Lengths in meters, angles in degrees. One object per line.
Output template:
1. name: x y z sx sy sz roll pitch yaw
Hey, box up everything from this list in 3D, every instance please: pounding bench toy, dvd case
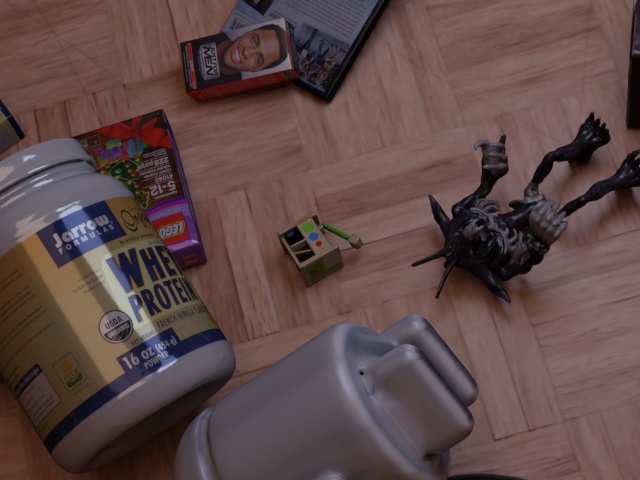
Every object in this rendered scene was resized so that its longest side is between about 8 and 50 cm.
1. pounding bench toy: 0.000 0.000 1.836 0.083 0.052 0.065 -29 62 -6
2. dvd case: 0.003 -0.323 1.972 0.180 0.022 0.253 31 91 21

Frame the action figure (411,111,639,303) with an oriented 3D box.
1. action figure: 0.229 -0.045 1.773 0.275 0.141 0.164 -33 64 -11

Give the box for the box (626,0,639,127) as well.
1. box: 0.464 -0.235 1.811 0.203 0.167 0.168 4 65 12

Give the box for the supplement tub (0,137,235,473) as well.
1. supplement tub: -0.263 0.069 1.707 0.228 0.228 0.316 -33 81 -8

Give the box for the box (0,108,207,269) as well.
1. box: -0.302 -0.025 1.897 0.293 0.057 0.201 -18 63 0

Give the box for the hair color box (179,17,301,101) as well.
1. hair color box: -0.101 -0.226 1.953 0.141 0.043 0.072 -12 76 14

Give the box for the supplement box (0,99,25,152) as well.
1. supplement box: -0.438 -0.149 1.984 0.083 0.056 0.083 -36 63 -10

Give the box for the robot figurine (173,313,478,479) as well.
1. robot figurine: -0.008 0.221 1.610 0.353 0.300 0.200 -34 99 21

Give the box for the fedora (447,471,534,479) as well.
1. fedora: 0.178 0.342 1.592 0.275 0.124 0.244 17 68 17
